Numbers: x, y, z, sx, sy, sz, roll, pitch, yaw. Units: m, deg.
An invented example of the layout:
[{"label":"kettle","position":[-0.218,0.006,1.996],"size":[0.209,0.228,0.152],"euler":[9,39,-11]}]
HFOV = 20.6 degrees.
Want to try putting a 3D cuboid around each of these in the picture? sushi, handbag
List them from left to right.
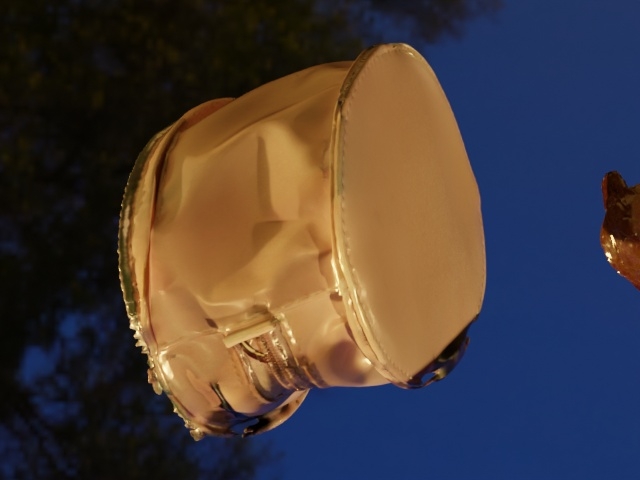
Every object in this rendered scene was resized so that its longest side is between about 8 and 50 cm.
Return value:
[{"label":"handbag","position":[-0.001,0.000,0.882],"size":[0.116,0.179,0.205],"euler":[-9,-169,25]},{"label":"sushi","position":[0.199,0.011,0.951],"size":[0.120,0.052,0.055],"euler":[28,161,-6]}]
